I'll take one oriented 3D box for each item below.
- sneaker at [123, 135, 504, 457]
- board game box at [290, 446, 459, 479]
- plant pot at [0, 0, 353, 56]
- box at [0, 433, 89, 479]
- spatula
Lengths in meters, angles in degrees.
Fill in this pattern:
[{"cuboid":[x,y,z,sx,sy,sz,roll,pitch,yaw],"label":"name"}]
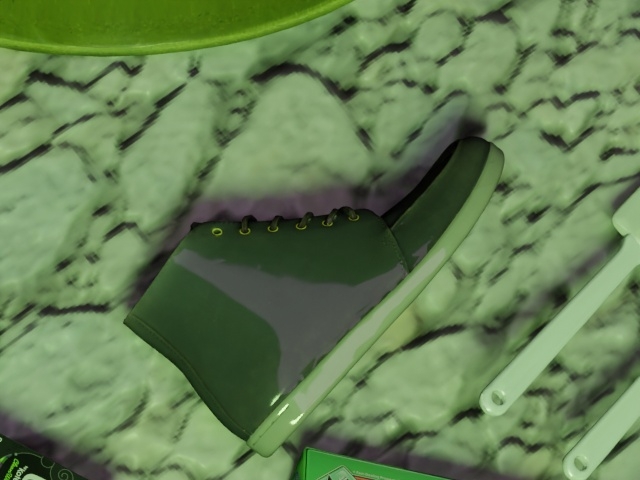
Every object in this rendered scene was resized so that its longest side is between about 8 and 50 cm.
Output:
[{"cuboid":[0.000,0.000,1.099,0.118,0.083,0.222,42,73,0],"label":"sneaker"},{"cuboid":[0.133,0.232,1.039,0.317,0.046,0.213,13,42,-9],"label":"board game box"},{"cuboid":[-0.113,-0.339,1.045,0.366,0.366,0.353,2,64,-12],"label":"plant pot"},{"cuboid":[-0.153,0.149,1.040,0.083,0.052,0.062,29,60,-5],"label":"box"},{"cuboid":[0.205,0.068,1.133,0.168,0.019,0.242,48,55,-2],"label":"spatula"}]
